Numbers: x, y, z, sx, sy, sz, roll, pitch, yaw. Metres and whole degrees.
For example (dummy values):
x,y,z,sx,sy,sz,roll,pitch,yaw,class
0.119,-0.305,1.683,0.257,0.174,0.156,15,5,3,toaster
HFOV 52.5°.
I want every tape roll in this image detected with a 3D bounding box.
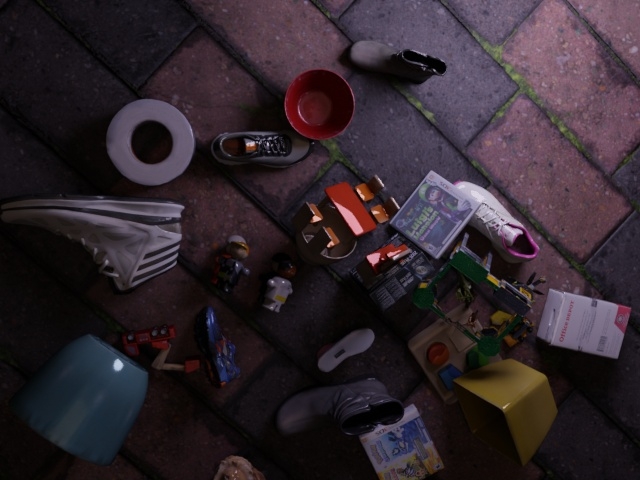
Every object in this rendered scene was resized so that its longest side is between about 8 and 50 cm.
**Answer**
x,y,z,sx,sy,sz,roll,pitch,yaw,class
-0.435,-0.251,1.673,0.219,0.072,0.219,-1,95,-7,tape roll

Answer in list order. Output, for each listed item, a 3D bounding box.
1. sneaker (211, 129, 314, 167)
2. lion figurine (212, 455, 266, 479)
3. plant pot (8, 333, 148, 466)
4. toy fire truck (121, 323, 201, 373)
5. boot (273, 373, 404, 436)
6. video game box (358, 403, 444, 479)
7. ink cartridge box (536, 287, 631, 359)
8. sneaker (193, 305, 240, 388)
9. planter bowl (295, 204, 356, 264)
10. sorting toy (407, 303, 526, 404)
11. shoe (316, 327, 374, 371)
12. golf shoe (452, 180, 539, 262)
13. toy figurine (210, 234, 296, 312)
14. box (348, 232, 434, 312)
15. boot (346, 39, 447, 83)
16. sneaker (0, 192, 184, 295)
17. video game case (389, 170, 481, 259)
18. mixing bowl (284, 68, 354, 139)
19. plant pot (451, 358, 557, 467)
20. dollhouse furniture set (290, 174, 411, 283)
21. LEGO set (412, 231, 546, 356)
x,y,z,sx,sy,sz,roll,pitch,yaw,class
-0.148,-0.239,1.695,0.272,0.108,0.100,-4,94,-9,sneaker
-0.130,0.742,1.800,0.392,0.142,0.240,19,85,-23,lion figurine
-0.574,0.378,1.619,0.293,0.293,0.235,36,77,-10,plant pot
-0.426,0.297,1.742,0.192,0.047,0.135,-10,98,-6,toy fire truck
0.038,0.460,1.732,0.338,0.223,0.118,-22,99,-5,boot
0.230,0.602,1.863,0.187,0.048,0.205,-27,98,-2,video game box
0.757,0.240,1.873,0.218,0.092,0.158,13,94,-11,ink cartridge box
-0.279,0.284,1.752,0.087,0.083,0.221,-12,87,-43,sneaker
0.000,0.000,1.722,0.162,0.109,0.162,14,56,-21,planter bowl
0.431,0.302,1.861,0.307,0.041,0.229,-34,99,-3,sorting toy
0.065,0.292,1.789,0.178,0.081,0.063,-34,99,0,shoe
0.484,-0.054,1.784,0.306,0.140,0.115,40,90,-8,golf shoe
-0.168,0.079,1.674,0.213,0.209,0.148,24,86,-10,toy figurine
0.189,0.083,1.745,0.180,0.147,0.077,-40,120,-3,box
0.200,-0.478,1.689,0.247,0.161,0.083,13,93,-9,boot
-0.576,0.012,1.631,0.448,0.169,0.257,3,94,-10,sneaker
0.310,-0.071,1.765,0.173,0.022,0.190,39,93,27,video game case
-0.008,-0.354,1.706,0.182,0.098,0.181,-1,97,-8,mixing bowl
0.528,0.454,1.801,0.187,0.212,0.212,-31,113,-18,plant pot
0.105,-0.036,1.643,0.262,0.135,0.259,-24,74,-37,dollhouse furniture set
0.429,0.138,1.788,0.331,0.192,0.254,30,114,7,LEGO set
